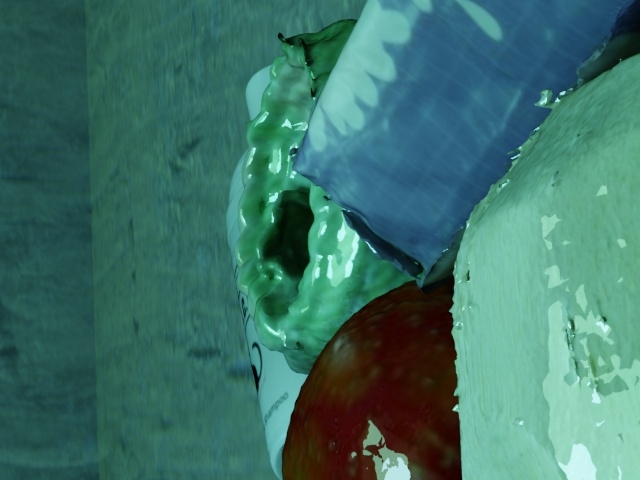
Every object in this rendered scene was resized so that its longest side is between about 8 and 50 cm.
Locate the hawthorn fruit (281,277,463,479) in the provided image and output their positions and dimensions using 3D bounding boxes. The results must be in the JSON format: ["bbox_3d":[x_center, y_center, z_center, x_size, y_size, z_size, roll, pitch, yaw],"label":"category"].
[{"bbox_3d":[0.095,0.113,0.905,0.266,0.230,0.210,87,-168,-87],"label":"hawthorn fruit"}]

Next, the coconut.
[{"bbox_3d":[0.171,0.060,0.693,0.245,0.245,0.247,137,137,-66],"label":"coconut"}]

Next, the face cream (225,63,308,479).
[{"bbox_3d":[0.000,0.000,1.393,0.145,0.145,0.369,111,152,-49],"label":"face cream"}]

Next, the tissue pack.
[{"bbox_3d":[0.132,-0.142,0.825,0.125,0.242,0.343,43,149,9],"label":"tissue pack"}]

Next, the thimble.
[{"bbox_3d":[0.038,-0.024,1.123,0.219,0.150,0.219,-175,90,-74],"label":"thimble"}]
